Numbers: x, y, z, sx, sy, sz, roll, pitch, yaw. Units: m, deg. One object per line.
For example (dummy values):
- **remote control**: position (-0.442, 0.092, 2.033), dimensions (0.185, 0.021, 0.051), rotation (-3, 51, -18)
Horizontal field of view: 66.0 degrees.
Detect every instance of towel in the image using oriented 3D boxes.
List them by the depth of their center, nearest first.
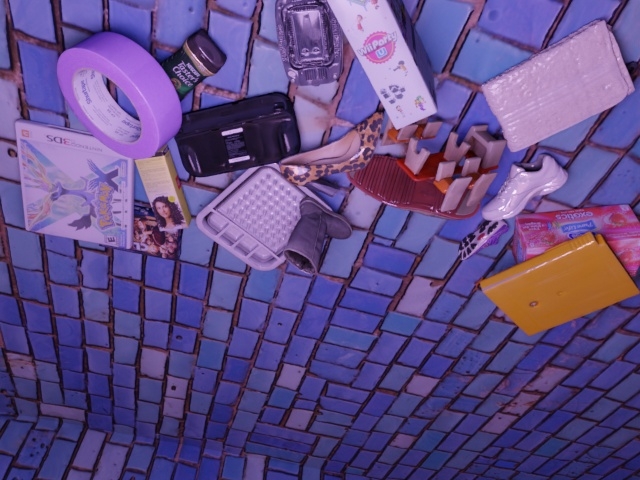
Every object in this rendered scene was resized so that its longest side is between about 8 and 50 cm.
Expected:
- **towel**: position (0.527, -0.341, 1.107), dimensions (0.282, 0.049, 0.187), rotation (-25, 109, 24)

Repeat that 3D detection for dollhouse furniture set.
- **dollhouse furniture set**: position (0.301, -0.184, 1.165), dimensions (0.259, 0.262, 0.135), rotation (-13, 140, -27)

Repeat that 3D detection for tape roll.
- **tape roll**: position (-0.456, -0.323, 1.126), dimensions (0.275, 0.090, 0.274), rotation (20, 142, 17)

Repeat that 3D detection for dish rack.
- **dish rack**: position (-0.154, -0.075, 1.400), dimensions (0.333, 0.072, 0.285), rotation (-35, 119, 30)

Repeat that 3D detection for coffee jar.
- **coffee jar**: position (-0.307, -0.392, 1.128), dimensions (0.184, 0.079, 0.096), rotation (-29, 123, 26)

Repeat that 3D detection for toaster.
- **toaster**: position (-0.021, -0.444, 1.014), dimensions (0.129, 0.146, 0.227), rotation (-5, 131, 7)

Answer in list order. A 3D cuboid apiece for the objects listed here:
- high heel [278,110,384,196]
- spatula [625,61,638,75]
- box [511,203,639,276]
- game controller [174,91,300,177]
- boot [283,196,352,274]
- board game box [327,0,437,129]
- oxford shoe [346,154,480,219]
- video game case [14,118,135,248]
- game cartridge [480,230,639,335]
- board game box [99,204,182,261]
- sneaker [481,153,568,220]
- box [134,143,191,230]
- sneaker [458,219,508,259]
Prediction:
- **high heel**: position (0.027, -0.227, 1.194), dimensions (0.186, 0.093, 0.261), rotation (18, 121, -37)
- **spatula**: position (0.588, -0.319, 1.153), dimensions (0.296, 0.030, 0.084), rotation (-30, 121, 26)
- **box**: position (0.702, 0.014, 1.362), dimensions (0.300, 0.142, 0.154), rotation (-5, 133, 9)
- **game controller**: position (-0.211, -0.258, 1.228), dimensions (0.319, 0.067, 0.166), rotation (-9, 113, 13)
- **boot**: position (0.000, 0.002, 1.273), dimensions (0.190, 0.208, 0.076), rotation (29, 127, -20)
- **board game box**: position (0.128, -0.411, 0.982), dimensions (0.098, 0.224, 0.303), rotation (-20, 126, 24)
- **oxford shoe**: position (0.233, -0.124, 1.296), dimensions (0.348, 0.123, 0.130), rotation (22, 175, 7)
- **video game case**: position (-0.669, -0.145, 1.361), dimensions (0.300, 0.036, 0.328), rotation (11, 120, -5)
- **game cartridge**: position (0.650, 0.126, 1.345), dimensions (0.324, 0.052, 0.285), rotation (-32, 126, 28)
- **board game box**: position (-0.544, -0.030, 1.489), dimensions (0.243, 0.042, 0.165), rotation (11, 131, -5)
- **sneaker**: position (0.510, -0.146, 1.287), dimensions (0.232, 0.090, 0.115), rotation (-37, 113, 20)
- **box**: position (-0.427, -0.141, 1.345), dimensions (0.087, 0.058, 0.232), rotation (-8, 120, 6)
- **sneaker**: position (0.472, 0.006, 1.427), dimensions (0.071, 0.068, 0.170), rotation (27, 127, -26)
